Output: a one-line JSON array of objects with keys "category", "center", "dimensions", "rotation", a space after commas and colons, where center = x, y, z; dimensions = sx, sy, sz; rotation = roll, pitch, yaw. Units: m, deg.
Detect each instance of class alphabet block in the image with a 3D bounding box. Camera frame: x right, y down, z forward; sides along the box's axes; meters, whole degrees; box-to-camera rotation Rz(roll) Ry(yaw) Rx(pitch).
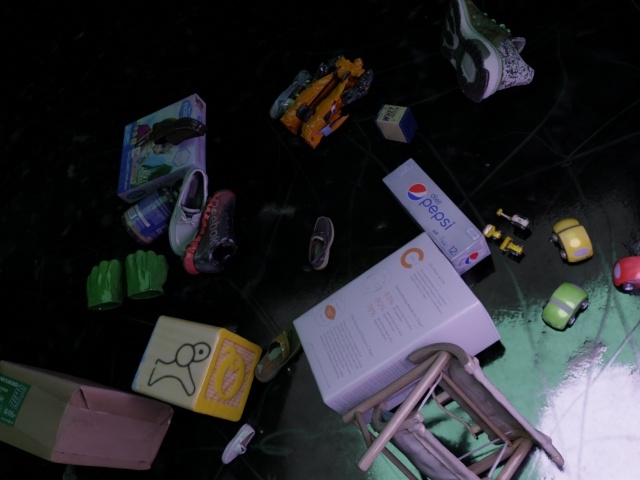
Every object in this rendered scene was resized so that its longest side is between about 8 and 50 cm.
[{"category": "alphabet block", "center": [-0.290, 0.306, 1.199], "dimensions": [0.197, 0.193, 0.192], "rotation": [6, 69, 29]}]

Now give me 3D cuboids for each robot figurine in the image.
[{"category": "robot figurine", "center": [0.027, -0.422, 1.485], "dimensions": [0.291, 0.085, 0.211], "rotation": [-46, 54, -1]}]

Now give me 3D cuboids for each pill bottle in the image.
[{"category": "pill bottle", "center": [-0.491, -0.093, 1.546], "dimensions": [0.219, 0.123, 0.123], "rotation": [-35, 54, 0]}]

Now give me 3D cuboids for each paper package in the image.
[{"category": "paper package", "center": [-0.596, 0.426, 1.218], "dimensions": [0.325, 0.309, 0.168], "rotation": [4, 67, 30]}]

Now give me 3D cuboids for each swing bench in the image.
[{"category": "swing bench", "center": [0.221, 0.339, 0.867], "dimensions": [0.255, 0.253, 0.165], "rotation": [-43, 11, 1]}]

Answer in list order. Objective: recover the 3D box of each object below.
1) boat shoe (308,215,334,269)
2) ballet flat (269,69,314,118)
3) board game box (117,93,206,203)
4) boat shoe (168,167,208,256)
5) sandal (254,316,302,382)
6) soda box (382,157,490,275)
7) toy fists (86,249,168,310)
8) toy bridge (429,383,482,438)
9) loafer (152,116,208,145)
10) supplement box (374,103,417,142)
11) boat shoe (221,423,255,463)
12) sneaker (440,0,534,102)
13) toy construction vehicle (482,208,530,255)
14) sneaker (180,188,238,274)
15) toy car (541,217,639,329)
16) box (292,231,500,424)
[{"category": "boat shoe", "center": [0.000, 0.000, 1.299], "dimensions": [0.056, 0.049, 0.152], "rotation": [-8, 61, 23]}, {"category": "ballet flat", "center": [-0.084, -0.454, 1.573], "dimensions": [0.070, 0.070, 0.188], "rotation": [33, 86, 35]}, {"category": "board game box", "center": [-0.545, -0.320, 1.730], "dimensions": [0.318, 0.066, 0.318], "rotation": [-19, 58, 17]}, {"category": "boat shoe", "center": [-0.380, -0.082, 1.462], "dimensions": [0.088, 0.096, 0.267], "rotation": [-166, 92, -74]}, {"category": "sandal", "center": [-0.101, 0.265, 1.213], "dimensions": [0.072, 0.049, 0.180], "rotation": [35, 84, 35]}, {"category": "soda box", "center": [0.266, -0.059, 1.167], "dimensions": [0.091, 0.098, 0.286], "rotation": [-38, 54, 6]}, {"category": "toy fists", "center": [-0.582, 0.116, 1.507], "dimensions": [0.279, 0.096, 0.142], "rotation": [-16, 69, 17]}, {"category": "toy bridge", "center": [0.263, 0.314, 1.018], "dimensions": [0.063, 0.026, 0.188], "rotation": [-34, 55, 8]}, {"category": "loafer", "center": [-0.455, -0.341, 1.617], "dimensions": [0.220, 0.080, 0.078], "rotation": [0, 75, 31]}, {"category": "supplement box", "center": [0.203, -0.313, 1.339], "dimensions": [0.083, 0.083, 0.056], "rotation": [19, 73, 34]}, {"category": "boat shoe", "center": [-0.188, 0.477, 1.157], "dimensions": [0.035, 0.035, 0.100], "rotation": [27, 72, 37]}, {"category": "sneaker", "center": [0.440, -0.524, 1.330], "dimensions": [0.182, 0.158, 0.410], "rotation": [-2, 58, -9]}, {"category": "toy construction vehicle", "center": [0.420, -0.018, 1.113], "dimensions": [0.098, 0.035, 0.086], "rotation": [32, 93, 38]}, {"category": "sneaker", "center": [-0.285, -0.023, 1.429], "dimensions": [0.135, 0.097, 0.276], "rotation": [8, 64, 21]}, {"category": "toy car", "center": [0.525, 0.077, 0.992], "dimensions": [0.239, 0.053, 0.225], "rotation": [37, 85, 36]}, {"category": "box", "center": [0.150, 0.184, 1.035], "dimensions": [0.345, 0.168, 0.215], "rotation": [-35, 43, 7]}]
